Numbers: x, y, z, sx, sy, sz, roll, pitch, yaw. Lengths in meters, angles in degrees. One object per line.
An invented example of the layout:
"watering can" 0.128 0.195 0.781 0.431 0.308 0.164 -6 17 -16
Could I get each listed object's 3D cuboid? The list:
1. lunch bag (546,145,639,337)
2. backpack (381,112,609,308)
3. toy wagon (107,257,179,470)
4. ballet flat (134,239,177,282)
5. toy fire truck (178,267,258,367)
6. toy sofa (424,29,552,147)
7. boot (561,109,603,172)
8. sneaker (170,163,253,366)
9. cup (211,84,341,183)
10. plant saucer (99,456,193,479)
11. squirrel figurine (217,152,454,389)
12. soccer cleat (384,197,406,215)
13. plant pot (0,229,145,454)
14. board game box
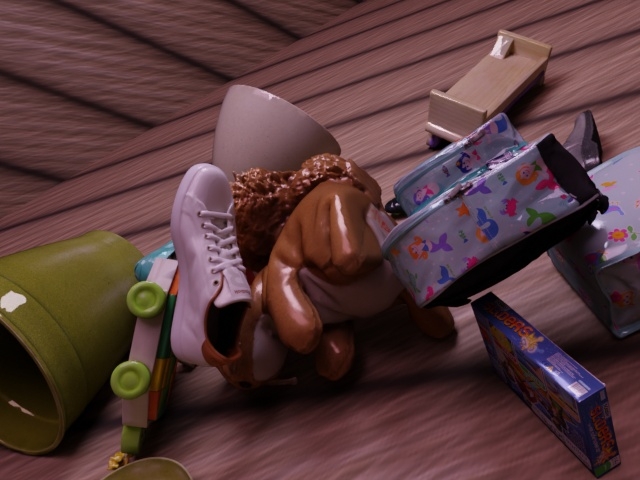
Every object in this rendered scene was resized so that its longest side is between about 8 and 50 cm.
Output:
"lunch bag" 0.472 -0.019 0.794 0.262 0.160 0.223 -27 28 8
"backpack" 0.198 -0.026 0.726 0.253 0.191 0.225 -41 -13 11
"toy wagon" -0.283 0.206 0.941 0.068 0.344 0.267 9 -11 -6
"ballet flat" -0.254 0.015 1.128 0.087 0.083 0.247 32 60 28
"toy fire truck" -0.249 0.119 1.152 0.217 0.158 0.246 -2 27 34
"toy sofa" 0.423 -0.361 1.418 0.150 0.177 0.362 30 57 27
"boot" 0.470 -0.172 1.122 0.161 0.083 0.246 -13 30 31
"sneaker" -0.138 0.033 0.795 0.123 0.289 0.106 0 -1 40
"cup" -0.145 -0.202 1.443 0.331 0.331 0.236 18 78 50
"plant saucer" -0.273 0.416 0.776 0.241 0.037 0.241 -18 30 11
"squirrel figurine" -0.047 0.053 0.951 0.370 0.281 0.396 -35 50 22
"soccer cleat" 0.219 -0.108 1.208 0.179 0.072 0.060 -18 30 12
"plant pot" -0.521 0.154 1.113 0.367 0.366 0.353 -7 23 29
"board game box" 0.264 0.165 0.675 0.035 0.136 0.201 -29 31 -5
